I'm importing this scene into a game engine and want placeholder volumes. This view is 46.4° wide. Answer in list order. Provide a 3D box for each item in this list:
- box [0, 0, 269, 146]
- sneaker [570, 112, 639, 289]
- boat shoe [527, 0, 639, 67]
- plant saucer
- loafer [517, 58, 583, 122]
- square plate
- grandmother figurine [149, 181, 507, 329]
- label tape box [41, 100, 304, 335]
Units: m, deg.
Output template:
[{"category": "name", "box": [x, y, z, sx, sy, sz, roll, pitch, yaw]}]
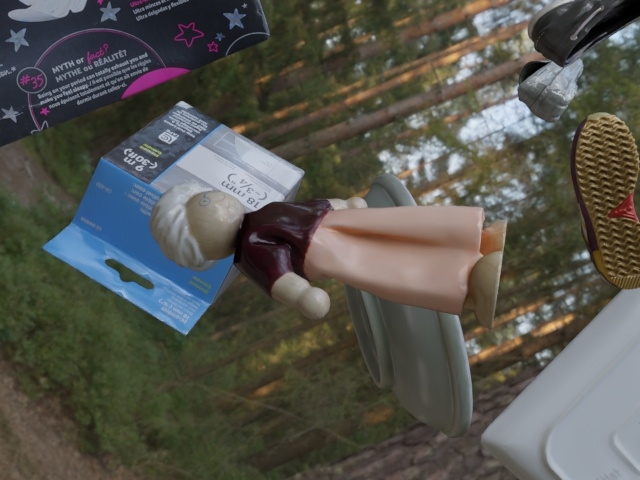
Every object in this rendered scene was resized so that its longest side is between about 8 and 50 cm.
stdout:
[{"category": "box", "box": [-0.192, -0.194, 0.567, 0.163, 0.247, 0.142, -127, -164, -53]}, {"category": "sneaker", "box": [0.298, -0.041, 0.790, 0.084, 0.070, 0.185, -41, 121, -86]}, {"category": "boat shoe", "box": [0.508, -0.390, 1.226, 0.095, 0.335, 0.112, 63, 4, 28]}, {"category": "plant saucer", "box": [0.105, 0.104, 1.105, 0.400, 0.101, 0.400, 165, -90, -84]}, {"category": "loafer", "box": [0.478, -0.342, 1.569, 0.111, 0.112, 0.319, 33, 31, 4]}, {"category": "square plate", "box": [0.442, 0.256, 1.028, 0.347, 0.344, 0.049, 45, -1, -21]}, {"category": "grandmother figurine", "box": [0.000, 0.000, 0.720, 0.208, 0.343, 0.104, -48, 144, -68]}, {"category": "label tape box", "box": [-0.200, -0.050, 1.102, 0.241, 0.105, 0.333, 30, 39, 4]}]
